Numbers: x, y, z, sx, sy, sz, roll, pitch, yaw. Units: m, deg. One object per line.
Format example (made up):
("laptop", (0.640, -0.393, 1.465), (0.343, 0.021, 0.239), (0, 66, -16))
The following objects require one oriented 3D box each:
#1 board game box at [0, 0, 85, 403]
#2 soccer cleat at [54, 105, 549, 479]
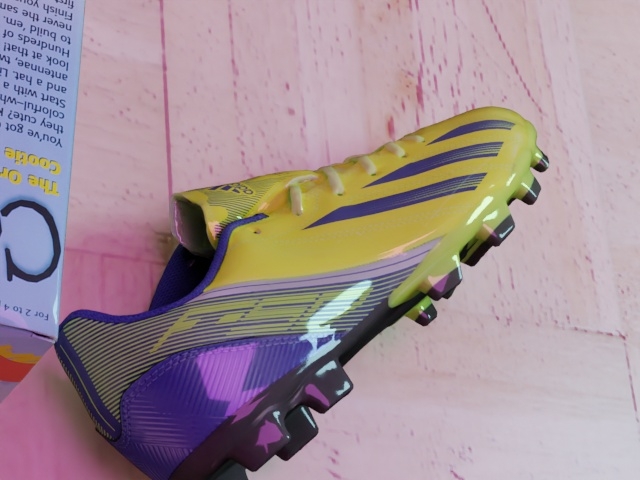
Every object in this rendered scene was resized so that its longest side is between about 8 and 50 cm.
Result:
("board game box", (-0.183, -0.069, 0.784), (0.144, 0.142, 0.275), (15, 57, -23))
("soccer cleat", (0.000, 0.000, 0.888), (0.121, 0.093, 0.289), (44, 50, 7))
